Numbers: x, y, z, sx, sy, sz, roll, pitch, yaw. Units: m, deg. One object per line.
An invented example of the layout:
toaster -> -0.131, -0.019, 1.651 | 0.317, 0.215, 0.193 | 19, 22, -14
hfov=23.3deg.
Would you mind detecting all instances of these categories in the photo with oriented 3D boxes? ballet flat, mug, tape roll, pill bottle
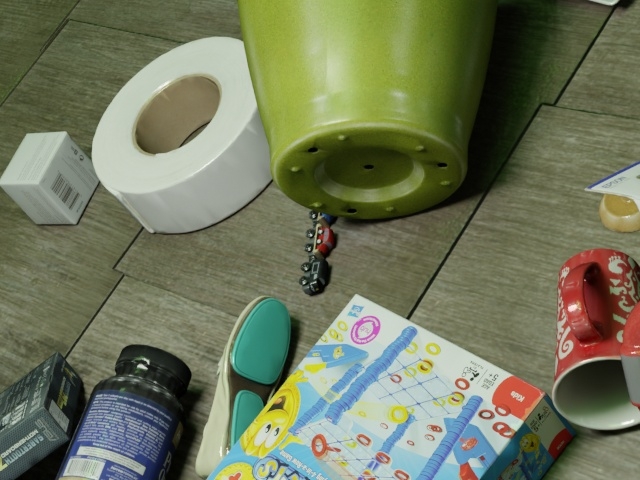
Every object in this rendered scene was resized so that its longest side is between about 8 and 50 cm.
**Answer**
ballet flat -> -0.098, 0.181, 1.865 | 0.086, 0.086, 0.248 | -9, 51, 30
mug -> 0.298, 0.085, 1.615 | 0.113, 0.150, 0.169 | 5, 44, 3
tape roll -> -0.179, -0.148, 2.183 | 0.286, 0.100, 0.286 | -19, 46, 21
pill bottle -> -0.234, 0.241, 1.869 | 0.123, 0.123, 0.219 | -3, 53, 34

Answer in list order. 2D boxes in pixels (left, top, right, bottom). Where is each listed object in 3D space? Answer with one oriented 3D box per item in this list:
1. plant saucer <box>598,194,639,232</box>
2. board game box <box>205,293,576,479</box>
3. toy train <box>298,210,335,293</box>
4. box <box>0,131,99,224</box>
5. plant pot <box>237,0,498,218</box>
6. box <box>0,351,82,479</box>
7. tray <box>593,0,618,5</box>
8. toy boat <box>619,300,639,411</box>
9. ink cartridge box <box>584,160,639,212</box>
plant saucer -> 0.356, -0.047, 1.782 | 0.083, 0.015, 0.083 | -19, 46, 21
board game box -> 0.063, 0.244, 1.685 | 0.308, 0.086, 0.302 | 26, 71, 45
toy train -> 0.000, 0.000, 1.983 | 0.036, 0.027, 0.158 | -11, 49, 23
box -> -0.395, -0.091, 2.284 | 0.087, 0.101, 0.102 | 0, 53, 35
plant pot -> 0.060, -0.230, 1.935 | 0.366, 0.366, 0.353 | -14, 59, 25
box -> -0.394, 0.244, 1.954 | 0.183, 0.059, 0.232 | -36, 13, 3
tray -> 0.334, -0.384, 2.078 | 0.270, 0.030, 0.145 | 26, 73, 45
toy boat -> 0.379, 0.124, 1.423 | 0.231, 0.151, 0.151 | -7, 15, 32
ink cartridge box -> 0.461, -0.023, 1.518 | 0.371, 0.069, 0.176 | 16, 29, 41
